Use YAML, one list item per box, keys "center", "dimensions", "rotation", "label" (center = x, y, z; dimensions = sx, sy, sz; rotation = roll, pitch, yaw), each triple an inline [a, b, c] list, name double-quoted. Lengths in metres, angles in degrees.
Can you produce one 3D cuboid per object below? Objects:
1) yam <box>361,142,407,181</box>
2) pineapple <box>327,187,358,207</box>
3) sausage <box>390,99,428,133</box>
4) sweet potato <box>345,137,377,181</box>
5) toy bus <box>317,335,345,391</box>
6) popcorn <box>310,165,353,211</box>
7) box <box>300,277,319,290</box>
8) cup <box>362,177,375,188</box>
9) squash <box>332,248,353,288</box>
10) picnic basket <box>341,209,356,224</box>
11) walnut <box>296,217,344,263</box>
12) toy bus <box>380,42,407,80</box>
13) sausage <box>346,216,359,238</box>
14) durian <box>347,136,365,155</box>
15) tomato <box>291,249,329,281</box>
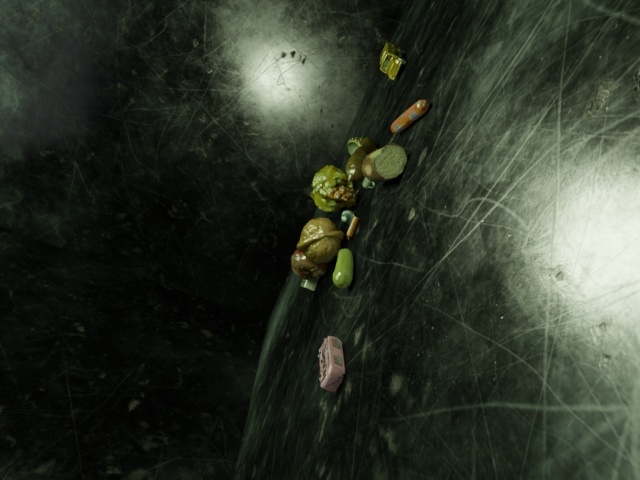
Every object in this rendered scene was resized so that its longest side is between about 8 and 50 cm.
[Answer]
- center: [0.238, -0.289, 1.611]
  dimensions: [0.238, 0.129, 0.128]
  rotation: [-140, 36, -82]
  label: "yam"
- center: [0.131, -0.217, 2.136]
  dimensions: [0.233, 0.135, 0.080]
  rotation: [12, -102, -71]
  label: "pineapple"
- center: [0.340, -0.476, 1.641]
  dimensions: [0.348, 0.053, 0.053]
  rotation: [176, 115, -82]
  label: "sausage"
- center: [0.211, -0.405, 2.055]
  dimensions: [0.423, 0.130, 0.130]
  rotation: [-68, 5, -47]
  label: "sweet potato"
- center: [0.036, 0.396, 1.369]
  dimensions: [0.203, 0.063, 0.090]
  rotation: [-96, 32, -69]
  label: "toy bus"
- center: [0.068, -0.303, 2.435]
  dimensions: [0.276, 0.225, 0.276]
  rotation: [55, 157, 37]
  label: "popcorn"
- center: [-0.031, 0.157, 2.430]
  dimensions: [0.168, 0.071, 0.259]
  rotation: [159, 131, -79]
  label: "box"
- center: [0.230, -0.268, 1.904]
  dimensions: [0.054, 0.075, 0.083]
  rotation: [-31, -15, -27]
  label: "cup"
- center: [0.094, 0.106, 1.689]
  dimensions: [0.250, 0.083, 0.083]
  rotation: [-78, 12, -62]
  label: "squash"
- center: [0.140, -0.113, 2.050]
  dimensions: [0.083, 0.083, 0.065]
  rotation: [-8, -48, -46]
  label: "picnic basket"
- center: [0.000, 0.000, 2.094]
  dimensions: [0.257, 0.257, 0.225]
  rotation: [134, 123, -71]
  label: "walnut"
- center: [0.408, -1.030, 2.411]
  dimensions: [0.336, 0.123, 0.121]
  rotation: [-78, 12, -52]
  label: "toy bus"
- center: [0.147, -0.058, 1.938]
  dimensions: [0.031, 0.031, 0.107]
  rotation: [-109, 41, -78]
  label: "sausage"
- center: [0.224, -0.522, 2.417]
  dimensions: [0.252, 0.144, 0.139]
  rotation: [152, 117, -71]
  label: "durian"
- center: [-0.076, 0.111, 2.283]
  dimensions: [0.214, 0.155, 0.181]
  rotation: [-27, 46, 42]
  label: "tomato"
